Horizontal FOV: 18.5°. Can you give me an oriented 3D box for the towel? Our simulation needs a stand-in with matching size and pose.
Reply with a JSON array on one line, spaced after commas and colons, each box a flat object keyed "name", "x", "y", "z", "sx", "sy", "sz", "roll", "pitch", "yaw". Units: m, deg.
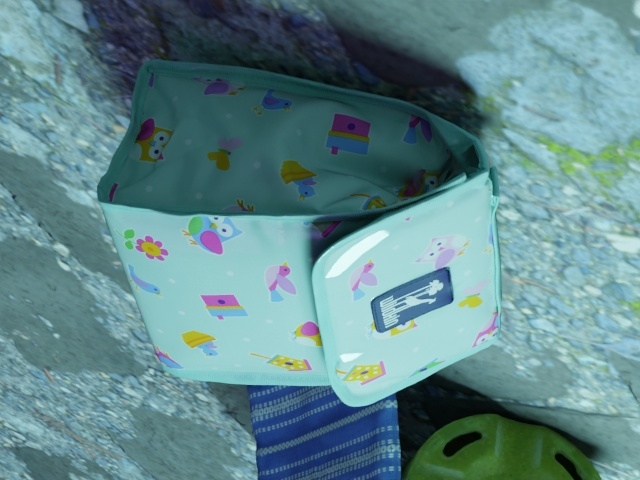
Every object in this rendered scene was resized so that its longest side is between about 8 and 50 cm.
[{"name": "towel", "x": 0.001, "y": 0.258, "z": 1.662, "sx": 0.040, "sy": 0.336, "sz": 0.243, "roll": 6, "pitch": 162, "yaw": -27}]

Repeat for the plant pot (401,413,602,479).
[{"name": "plant pot", "x": 0.130, "y": 0.289, "z": 1.694, "sx": 0.276, "sy": 0.276, "sz": 0.254, "roll": 25, "pitch": 142, "yaw": 3}]

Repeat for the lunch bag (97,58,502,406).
[{"name": "lunch bag", "x": 0.000, "y": 0.000, "z": 1.385, "sx": 0.262, "sy": 0.160, "sz": 0.223, "roll": 6, "pitch": 145, "yaw": 13}]
